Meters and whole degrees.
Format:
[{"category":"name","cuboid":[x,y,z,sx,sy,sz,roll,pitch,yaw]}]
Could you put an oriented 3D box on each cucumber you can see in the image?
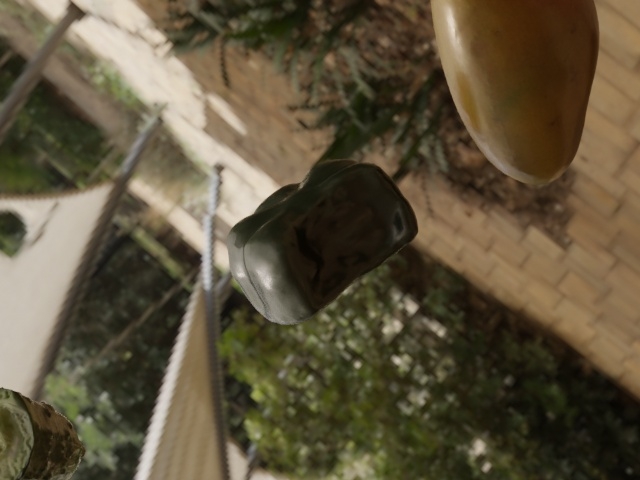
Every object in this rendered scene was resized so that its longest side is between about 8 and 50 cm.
[{"category":"cucumber","cuboid":[-0.369,0.264,1.683,0.134,0.134,0.244,36,180,23]}]

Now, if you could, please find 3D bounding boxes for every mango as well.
[{"category":"mango","cuboid":[0.174,-0.153,1.120,0.113,0.138,0.253,42,160,51]}]

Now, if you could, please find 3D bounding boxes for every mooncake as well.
[{"category":"mooncake","cuboid":[0.000,0.000,1.212,0.168,0.175,0.104,-15,113,29]}]
